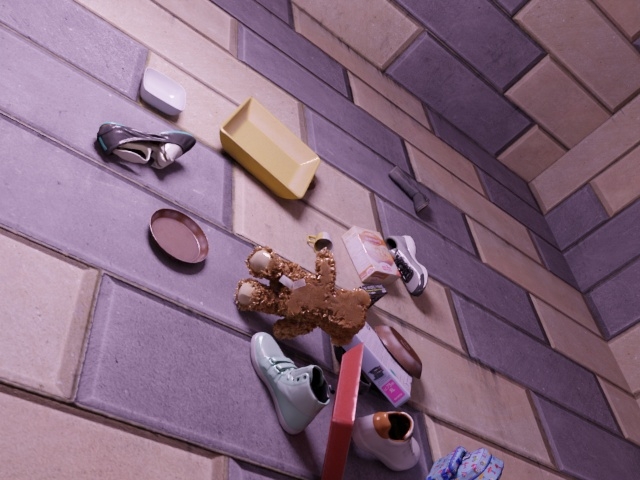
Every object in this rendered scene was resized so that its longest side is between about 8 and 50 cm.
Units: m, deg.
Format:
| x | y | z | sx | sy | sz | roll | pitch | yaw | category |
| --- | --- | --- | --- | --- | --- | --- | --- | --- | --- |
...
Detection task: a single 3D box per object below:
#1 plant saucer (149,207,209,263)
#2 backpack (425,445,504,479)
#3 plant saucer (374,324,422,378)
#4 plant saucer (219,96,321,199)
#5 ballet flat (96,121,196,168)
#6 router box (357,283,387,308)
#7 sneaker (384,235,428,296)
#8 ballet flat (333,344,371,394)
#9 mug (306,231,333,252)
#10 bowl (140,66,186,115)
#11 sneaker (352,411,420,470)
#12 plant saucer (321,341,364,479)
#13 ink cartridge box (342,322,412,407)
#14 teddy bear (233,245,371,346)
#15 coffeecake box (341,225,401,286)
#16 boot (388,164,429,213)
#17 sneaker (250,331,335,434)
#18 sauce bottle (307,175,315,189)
| x | y | z | sx | sy | sz | roll | pitch | yaw | category |
| --- | --- | --- | --- | --- | --- | --- | --- | --- | --- |
| -0.351 | -0.007 | 1.636 | 0.168 | 0.029 | 0.168 | 34 | 32 | -24 | plant saucer |
| 0.378 | 0.598 | 1.709 | 0.117 | 0.173 | 0.158 | 52 | 30 | 8 | backpack |
| 0.236 | 0.315 | 1.941 | 0.198 | 0.036 | 0.198 | 48 | 7 | -8 | plant saucer |
| -0.173 | -0.288 | 2.169 | 0.333 | 0.081 | 0.332 | 42 | 29 | -11 | plant saucer |
| -0.448 | -0.238 | 1.742 | 0.281 | 0.095 | 0.096 | 0 | 62 | -40 | ballet flat |
| 0.132 | 0.171 | 1.992 | 0.122 | 0.092 | 0.038 | -1 | 54 | -54 | router box |
| 0.293 | 0.088 | 2.324 | 0.108 | 0.100 | 0.271 | 10 | 40 | -28 | sneaker |
| 0.085 | 0.330 | 1.777 | 0.058 | 0.049 | 0.173 | 5 | 47 | -49 | ballet flat |
| 0.004 | -0.001 | 2.072 | 0.078 | 0.062 | 0.064 | 43 | 21 | -20 | mug |
| -0.473 | -0.435 | 1.978 | 0.142 | 0.053 | 0.142 | 28 | 35 | -30 | bowl |
| 0.196 | 0.487 | 1.623 | 0.290 | 0.123 | 0.105 | 37 | 32 | -48 | sneaker |
| 0.047 | 0.399 | 1.490 | 0.048 | 0.259 | 0.258 | 11 | 33 | 3 | plant saucer |
| 0.129 | 0.297 | 1.823 | 0.311 | 0.065 | 0.186 | 51 | 11 | 1 | ink cartridge box |
| -0.047 | 0.139 | 1.671 | 0.338 | 0.113 | 0.245 | 5 | 80 | -8 | teddy bear |
| 0.168 | 0.053 | 2.212 | 0.142 | 0.068 | 0.185 | 14 | 44 | -46 | coffeecake box |
| 0.372 | -0.221 | 2.814 | 0.208 | 0.076 | 0.189 | 52 | 14 | -5 | boot |
| -0.061 | 0.294 | 1.525 | 0.094 | 0.151 | 0.255 | 5 | 48 | -48 | sneaker |
| -0.040 | -0.227 | 2.309 | 0.042 | 0.042 | 0.128 | 29 | 32 | -30 | sauce bottle |
